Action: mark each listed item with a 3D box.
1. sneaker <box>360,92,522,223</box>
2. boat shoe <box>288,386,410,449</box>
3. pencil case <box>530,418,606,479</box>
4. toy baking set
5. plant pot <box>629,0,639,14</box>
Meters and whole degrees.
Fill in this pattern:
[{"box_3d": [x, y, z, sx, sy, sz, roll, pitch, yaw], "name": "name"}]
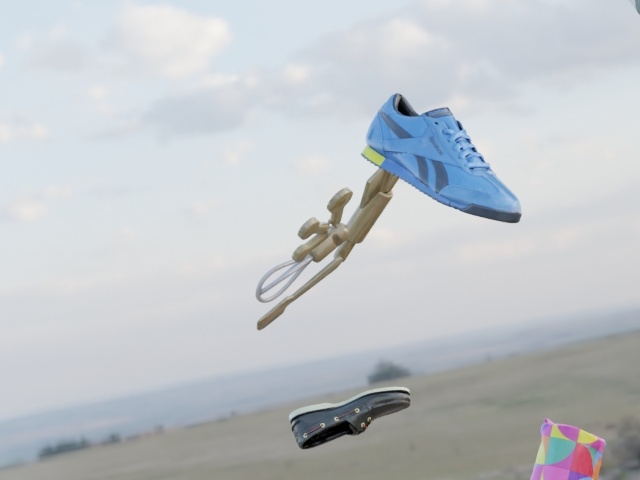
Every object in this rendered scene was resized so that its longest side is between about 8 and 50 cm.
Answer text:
[{"box_3d": [0.124, -0.084, 1.552, 0.069, 0.082, 0.209, 10, 18, -46], "name": "sneaker"}, {"box_3d": [0.035, 0.189, 1.665, 0.133, 0.042, 0.049, -15, -30, -7], "name": "boat shoe"}, {"box_3d": [0.335, 0.374, 2.229, 0.104, 0.236, 0.104, 16, -14, 4], "name": "pencil case"}, {"box_3d": [0.005, -0.003, 1.899, 0.196, 0.030, 0.256, -24, -27, -49], "name": "toy baking set"}, {"box_3d": [0.483, -0.450, 2.029, 0.247, 0.247, 0.252, -11, 19, -2], "name": "plant pot"}]
